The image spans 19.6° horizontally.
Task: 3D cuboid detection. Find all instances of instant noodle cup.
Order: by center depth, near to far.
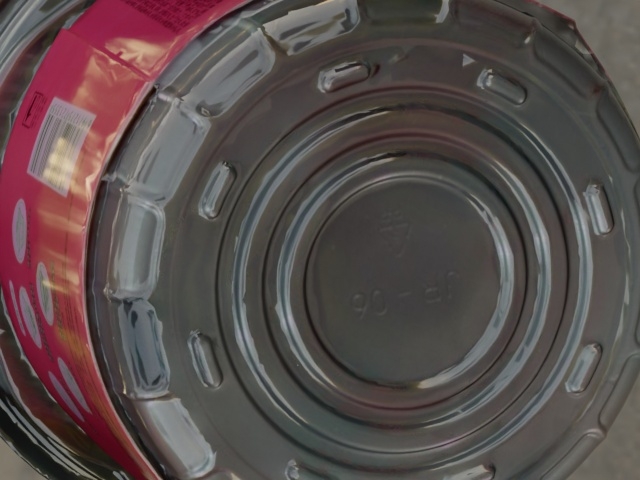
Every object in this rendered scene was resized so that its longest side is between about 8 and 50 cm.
[{"bbox_3d":[0.000,0.000,0.627,0.258,0.302,0.181,-35,16,-9],"label":"instant noodle cup"}]
